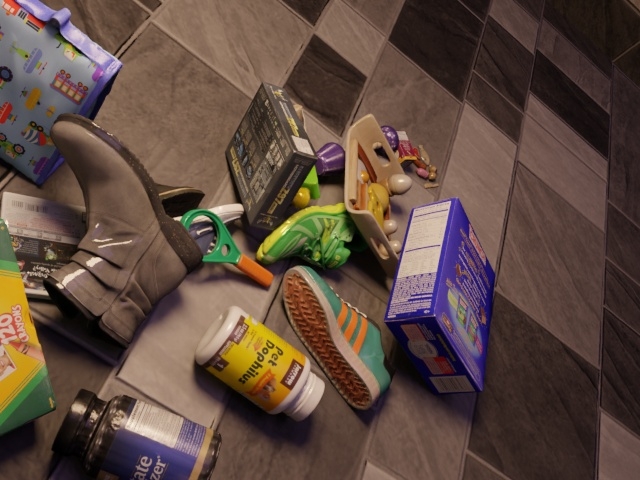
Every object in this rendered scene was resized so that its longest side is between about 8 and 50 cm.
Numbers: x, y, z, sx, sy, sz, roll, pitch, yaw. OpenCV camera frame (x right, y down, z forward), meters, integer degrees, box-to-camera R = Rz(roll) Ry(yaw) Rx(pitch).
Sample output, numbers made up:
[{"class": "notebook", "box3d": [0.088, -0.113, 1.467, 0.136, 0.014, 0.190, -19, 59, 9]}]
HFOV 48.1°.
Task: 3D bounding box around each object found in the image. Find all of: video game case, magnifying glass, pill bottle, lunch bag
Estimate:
[{"class": "video game case", "box3d": [-0.426, 0.016, 1.170, 0.190, 0.022, 0.173, 12, 57, -34]}, {"class": "magnifying glass", "box3d": [-0.170, 0.022, 1.313, 0.231, 0.026, 0.092, 37, 62, -38]}, {"class": "pill bottle", "box3d": [-0.264, 0.298, 1.039, 0.219, 0.123, 0.123, 24, 50, -8]}, {"class": "pill bottle", "box3d": [-0.100, 0.217, 1.232, 0.215, 0.117, 0.117, 38, 47, -13]}, {"class": "lunch bag", "box3d": [-0.456, -0.260, 1.125, 0.221, 0.293, 0.138, 38, 47, -14]}]

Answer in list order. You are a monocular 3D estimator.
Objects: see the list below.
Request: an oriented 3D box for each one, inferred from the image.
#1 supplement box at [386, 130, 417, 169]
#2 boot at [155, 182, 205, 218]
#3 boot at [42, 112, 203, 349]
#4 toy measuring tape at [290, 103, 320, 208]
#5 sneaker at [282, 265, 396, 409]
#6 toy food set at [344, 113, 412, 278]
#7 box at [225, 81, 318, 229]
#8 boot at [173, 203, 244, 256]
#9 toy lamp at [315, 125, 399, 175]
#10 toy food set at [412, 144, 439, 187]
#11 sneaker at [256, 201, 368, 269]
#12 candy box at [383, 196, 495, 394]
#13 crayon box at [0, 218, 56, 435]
[{"class": "supplement box", "box3d": [0.195, -0.223, 1.778, 0.043, 0.055, 0.083, -4, 66, -39]}, {"class": "boot", "box3d": [-0.316, -0.100, 1.300, 0.137, 0.077, 0.197, 45, 28, 19]}, {"class": "boot", "box3d": [-0.342, -0.007, 1.098, 0.223, 0.118, 0.338, -50, 117, -29]}, {"class": "toy measuring tape", "box3d": [-0.074, -0.179, 1.525, 0.121, 0.121, 0.330, 21, 36, -27]}, {"class": "sneaker", "box3d": [0.038, 0.170, 1.385, 0.121, 0.108, 0.302, -34, 95, -46]}, {"class": "toy food set", "box3d": [0.139, -0.095, 1.548, 0.306, 0.092, 0.220, -87, 152, -42]}, {"class": "box", "box3d": [-0.101, -0.164, 1.379, 0.059, 0.183, 0.233, 12, 37, -33]}, {"class": "boot", "box3d": [-0.214, -0.008, 1.328, 0.189, 0.069, 0.086, -18, 85, -37]}, {"class": "toy lamp", "box3d": [0.077, -0.205, 1.663, 0.274, 0.080, 0.080, -23, 79, -46]}, {"class": "toy food set", "box3d": [0.266, -0.194, 1.840, 0.077, 0.019, 0.122, -11, 71, -42]}, {"class": "sneaker", "box3d": [0.000, 0.000, 1.450, 0.295, 0.109, 0.124, -17, 71, -43]}, {"class": "candy box", "box3d": [0.263, 0.116, 1.508, 0.268, 0.122, 0.317, 55, 40, -36]}, {"class": "crayon box", "box3d": [-0.471, 0.125, 0.940, 0.165, 0.081, 0.279, -23, 109, -43]}]
